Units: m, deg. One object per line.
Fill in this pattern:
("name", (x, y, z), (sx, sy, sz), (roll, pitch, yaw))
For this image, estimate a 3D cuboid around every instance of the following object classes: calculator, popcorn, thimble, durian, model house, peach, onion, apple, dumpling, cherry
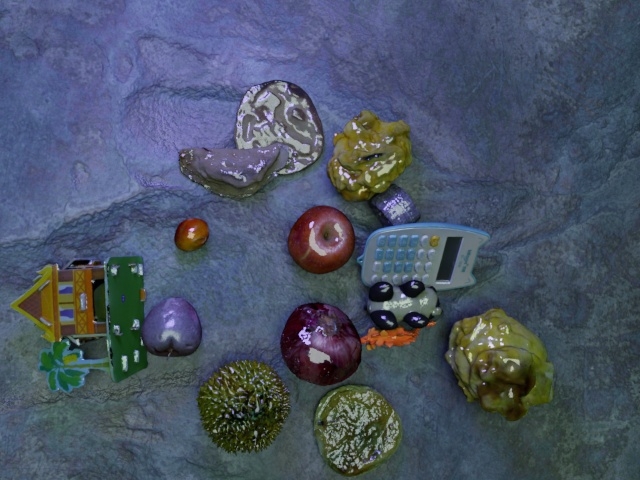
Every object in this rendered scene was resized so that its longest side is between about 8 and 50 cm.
("calculator", (0.298, 0.052, 1.721), (0.386, 0.054, 0.256), (-2, 128, -9))
("popcorn", (0.524, 0.364, 1.705), (0.312, 0.312, 0.312), (0, 88, -9))
("thimble", (0.224, -0.093, 1.729), (0.098, 0.150, 0.150), (-39, 94, -4))
("durian", (-0.221, 0.460, 1.620), (0.291, 0.225, 0.291), (-10, 126, -13))
("popcorn", (0.145, -0.250, 1.693), (0.286, 0.215, 0.252), (-38, 57, -12))
("model house", (-0.661, 0.225, 1.582), (0.312, 0.242, 0.358), (-4, 91, 8))
("peach", (-0.376, -0.016, 1.659), (0.100, 0.101, 0.101), (0, 88, -9))
("onion", (-0.005, 0.306, 1.666), (0.252, 0.219, 0.252), (10, 54, -14))
("apple", (0.000, 0.000, 1.691), (0.201, 0.162, 0.201), (3, 81, -18))
("dumpling", (-0.254, -0.197, 1.671), (0.332, 0.086, 0.166), (-4, 99, 4))
("cherry", (-0.425, 0.253, 1.627), (0.176, 0.140, 0.176), (6, 64, -12))

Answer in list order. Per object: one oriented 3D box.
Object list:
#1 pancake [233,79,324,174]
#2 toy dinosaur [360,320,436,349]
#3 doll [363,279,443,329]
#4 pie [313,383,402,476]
("pancake", (-0.129, -0.339, 1.731), (0.294, 0.049, 0.294), (0, 92, -11))
("toy dinosaur", (0.228, 0.291, 1.735), (0.288, 0.117, 0.070), (-10, 89, -6))
("doll", (0.250, 0.190, 1.719), (0.234, 0.135, 0.144), (-3, 87, 0))
("pie", (0.113, 0.570, 1.730), (0.277, 0.078, 0.277), (0, 88, -11))
